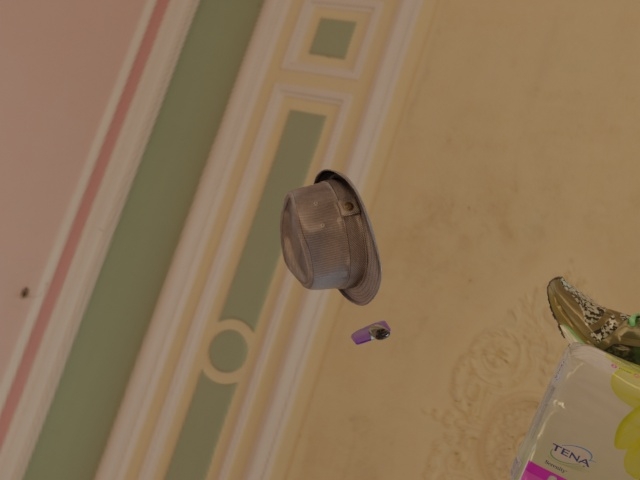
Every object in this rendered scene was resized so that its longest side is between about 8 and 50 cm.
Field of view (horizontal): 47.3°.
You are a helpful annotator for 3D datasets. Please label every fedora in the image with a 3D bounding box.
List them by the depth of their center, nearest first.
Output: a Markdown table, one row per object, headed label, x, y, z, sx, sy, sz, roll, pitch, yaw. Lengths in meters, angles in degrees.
| label | x | y | z | sx | sy | sz | roll | pitch | yaw |
| --- | --- | --- | --- | --- | --- | --- | --- | --- | --- |
| fedora | 0.000 | 0.000 | 1.389 | 0.124 | 0.244 | 0.275 | -10 | -106 | -22 |

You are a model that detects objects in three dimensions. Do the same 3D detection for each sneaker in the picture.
| label | x | y | z | sx | sy | sz | roll | pitch | yaw |
| --- | --- | --- | --- | --- | --- | --- | --- | --- | --- |
| sneaker | 0.549 | 0.163 | 1.136 | 0.410 | 0.158 | 0.182 | 39 | -68 | 22 |

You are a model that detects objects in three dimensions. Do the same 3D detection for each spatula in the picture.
| label | x | y | z | sx | sy | sz | roll | pitch | yaw |
| --- | --- | --- | --- | --- | --- | --- | --- | --- | --- |
| spatula | 0.106 | 0.182 | 1.441 | 0.084 | 0.296 | 0.030 | -22 | -96 | -3 |

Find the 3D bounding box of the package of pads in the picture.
| label | x | y | z | sx | sy | sz | roll | pitch | yaw |
| --- | --- | --- | --- | --- | --- | --- | --- | --- | --- |
| package of pads | 0.437 | 0.294 | 0.995 | 0.297 | 0.101 | 0.229 | 23 | -78 | 15 |
